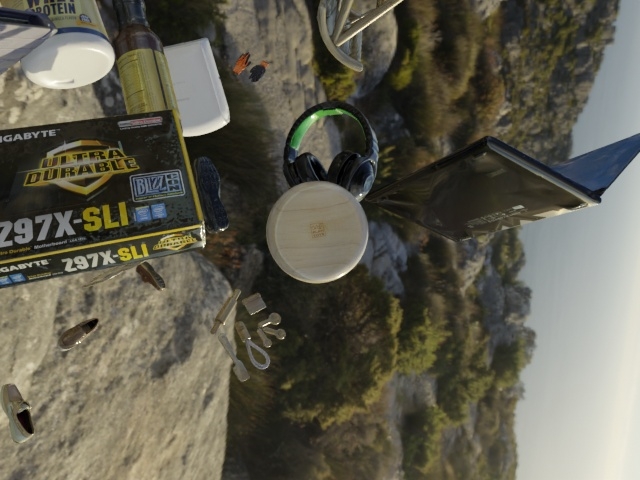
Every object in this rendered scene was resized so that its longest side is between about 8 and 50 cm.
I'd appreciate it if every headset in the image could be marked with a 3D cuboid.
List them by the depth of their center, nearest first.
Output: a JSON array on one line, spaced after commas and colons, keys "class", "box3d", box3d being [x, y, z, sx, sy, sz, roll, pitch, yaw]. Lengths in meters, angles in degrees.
[{"class": "headset", "box3d": [0.031, -0.149, 1.381, 0.185, 0.243, 0.394, 18, 75, -63]}]

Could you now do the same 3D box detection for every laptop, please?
[{"class": "laptop", "box3d": [0.377, -0.153, 1.107, 0.408, 0.382, 0.236, 22, 70, -21]}]

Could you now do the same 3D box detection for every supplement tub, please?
[{"class": "supplement tub", "box3d": [-0.697, -0.587, 1.416, 0.228, 0.228, 0.316, -12, 79, -57]}]

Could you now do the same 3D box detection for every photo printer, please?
[{"class": "photo printer", "box3d": [-0.462, -0.512, 1.861, 0.107, 0.256, 0.307, -78, 158, -60]}]

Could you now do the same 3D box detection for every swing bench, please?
[{"class": "swing bench", "box3d": [0.092, -0.548, 1.151, 0.165, 0.255, 0.253, 27, 41, -22]}]

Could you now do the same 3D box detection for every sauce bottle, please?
[{"class": "sauce bottle", "box3d": [-0.390, -0.381, 1.198, 0.111, 0.111, 0.344, 4, 69, -59]}]

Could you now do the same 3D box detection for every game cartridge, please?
[{"class": "game cartridge", "box3d": [-0.677, -0.366, 1.038, 0.068, 0.230, 0.355, 59, 7, -18]}]

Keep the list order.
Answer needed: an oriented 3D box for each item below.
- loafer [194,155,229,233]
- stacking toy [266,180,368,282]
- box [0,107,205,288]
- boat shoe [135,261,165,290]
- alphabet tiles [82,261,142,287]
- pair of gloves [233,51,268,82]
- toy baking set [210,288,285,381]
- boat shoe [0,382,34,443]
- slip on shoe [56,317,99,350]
[{"class": "loafer", "box3d": [-0.326, -0.129, 1.551, 0.076, 0.078, 0.223, -14, 90, -50]}, {"class": "stacking toy", "box3d": [0.000, 0.000, 0.888, 0.330, 0.141, 0.141, 69, 32, -85]}, {"class": "box", "box3d": [-0.365, -0.078, 0.855, 0.079, 0.322, 0.257, 103, -28, -57]}, {"class": "boat shoe", "box3d": [-0.708, 0.156, 2.252, 0.060, 0.178, 0.064, -50, 153, 3]}, {"class": "alphabet tiles", "box3d": [-0.503, 0.040, 1.556, 0.342, 0.285, 0.011, -35, 104, -39]}, {"class": "pair of gloves", "box3d": [-0.193, -0.478, 1.496, 0.074, 0.083, 0.010, -61, -179, -12]}, {"class": "toy baking set", "box3d": [-0.200, 0.249, 1.488, 0.030, 0.197, 0.256, -53, -177, 46]}, {"class": "boat shoe", "box3d": [-0.670, 0.379, 1.209, 0.135, 0.045, 0.050, 66, 14, 8]}, {"class": "slip on shoe", "box3d": [-0.692, 0.266, 1.553, 0.051, 0.041, 0.135, 55, 37, 0]}]
